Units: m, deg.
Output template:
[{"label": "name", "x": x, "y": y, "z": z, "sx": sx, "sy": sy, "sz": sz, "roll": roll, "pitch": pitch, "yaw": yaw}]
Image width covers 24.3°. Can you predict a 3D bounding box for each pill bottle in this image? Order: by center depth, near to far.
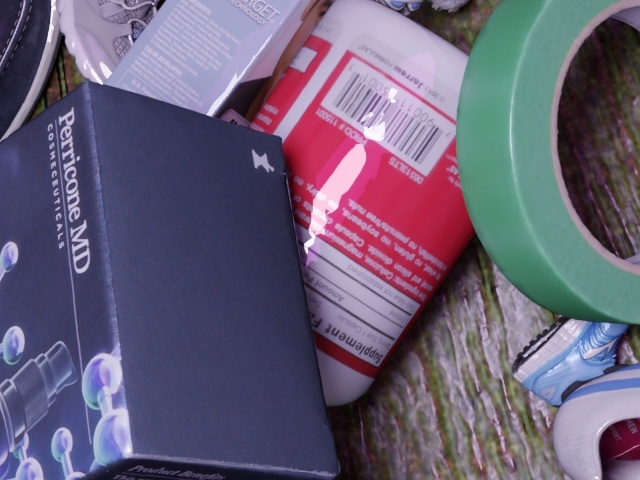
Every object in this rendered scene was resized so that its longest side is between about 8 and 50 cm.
[{"label": "pill bottle", "x": 0.000, "y": 0.000, "z": 1.360, "sx": 0.229, "sy": 0.229, "sz": 0.407, "roll": 35, "pitch": 92, "yaw": 15}]

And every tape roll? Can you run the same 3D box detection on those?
[{"label": "tape roll", "x": 0.266, "y": -0.088, "z": 1.284, "sx": 0.321, "sy": 0.077, "sz": 0.321, "roll": 0, "pitch": 90, "yaw": -31}]

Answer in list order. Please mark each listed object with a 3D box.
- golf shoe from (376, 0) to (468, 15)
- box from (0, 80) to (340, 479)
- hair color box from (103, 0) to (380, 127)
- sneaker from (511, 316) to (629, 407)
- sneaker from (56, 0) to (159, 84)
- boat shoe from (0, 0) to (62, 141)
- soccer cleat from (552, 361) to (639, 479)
[{"label": "golf shoe", "x": 0.117, "y": -0.261, "z": 1.394, "sx": 0.069, "sy": 0.176, "sz": 0.086, "roll": 51, "pitch": 126, "yaw": 8}, {"label": "box", "x": -0.212, "y": 0.103, "z": 1.209, "sx": 0.395, "sy": 0.212, "sz": 0.293, "roll": -29, "pitch": 61, "yaw": 36}, {"label": "hair color box", "x": -0.074, "y": -0.179, "z": 1.422, "sx": 0.114, "sy": 0.185, "sz": 0.374, "roll": 37, "pitch": 92, "yaw": 16}, {"label": "sneaker", "x": 0.258, "y": 0.093, "z": 1.385, "sx": 0.162, "sy": 0.063, "sz": 0.073, "roll": -41, "pitch": 95, "yaw": 9}, {"label": "sneaker", "x": -0.198, "y": -0.260, "z": 1.497, "sx": 0.115, "sy": 0.105, "sz": 0.281, "roll": -17, "pitch": 79, "yaw": 20}, {"label": "boat shoe", "x": -0.456, "y": -0.117, "z": 1.522, "sx": 0.500, "sy": 0.156, "sz": 0.187, "roll": -44, "pitch": 74, "yaw": 3}, {"label": "soccer cleat", "x": 0.360, "y": 0.129, "z": 1.292, "sx": 0.331, "sy": 0.143, "sz": 0.116, "roll": -32, "pitch": 114, "yaw": 10}]
